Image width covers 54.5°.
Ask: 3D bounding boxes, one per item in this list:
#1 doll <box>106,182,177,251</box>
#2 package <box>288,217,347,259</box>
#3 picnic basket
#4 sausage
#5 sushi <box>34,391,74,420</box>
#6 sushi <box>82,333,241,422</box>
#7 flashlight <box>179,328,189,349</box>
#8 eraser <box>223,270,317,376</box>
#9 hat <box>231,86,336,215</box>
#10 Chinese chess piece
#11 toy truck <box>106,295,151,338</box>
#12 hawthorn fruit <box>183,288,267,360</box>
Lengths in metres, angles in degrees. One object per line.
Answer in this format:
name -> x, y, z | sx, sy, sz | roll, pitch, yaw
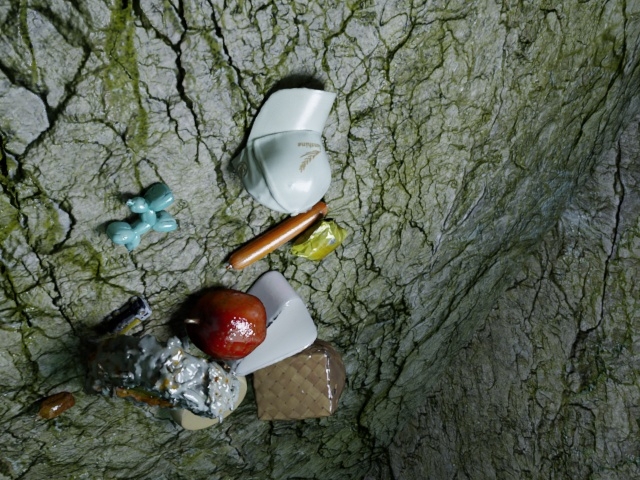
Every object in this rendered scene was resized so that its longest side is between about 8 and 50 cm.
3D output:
doll -> -0.404, -0.043, 1.405 | 0.159, 0.059, 0.159 | -21, 144, -32
package -> 0.000, 0.000, 1.829 | 0.168, 0.090, 0.226 | -38, 170, 8
picnic basket -> -0.074, 0.475, 2.198 | 0.337, 0.337, 0.292 | -6, 91, -43
sausage -> -0.117, -0.014, 1.751 | 0.348, 0.053, 0.053 | -33, 147, -14
sushi -> -0.711, 0.448, 1.665 | 0.118, 0.061, 0.060 | -11, 125, -41
sushi -> -0.405, 0.352, 1.615 | 0.417, 0.418, 0.175 | 44, 53, -58
flashlight -> -0.405, 0.295, 1.847 | 0.018, 0.018, 0.083 | -26, 145, -24
eraser -> -0.184, 0.281, 1.951 | 0.331, 0.150, 0.331 | -30, 147, -23
hat -> -0.039, -0.217, 1.484 | 0.258, 0.168, 0.301 | -6, 134, -44
Chinese chess piece -> -0.375, 0.512, 2.066 | 0.273, 0.102, 0.273 | -27, 144, -22
toy truck -> -0.497, 0.202, 1.606 | 0.123, 0.052, 0.063 | -38, 152, -4
hawthorn fruit -> -0.273, 0.232, 1.750 | 0.250, 0.215, 0.215 | 20, 115, -38
